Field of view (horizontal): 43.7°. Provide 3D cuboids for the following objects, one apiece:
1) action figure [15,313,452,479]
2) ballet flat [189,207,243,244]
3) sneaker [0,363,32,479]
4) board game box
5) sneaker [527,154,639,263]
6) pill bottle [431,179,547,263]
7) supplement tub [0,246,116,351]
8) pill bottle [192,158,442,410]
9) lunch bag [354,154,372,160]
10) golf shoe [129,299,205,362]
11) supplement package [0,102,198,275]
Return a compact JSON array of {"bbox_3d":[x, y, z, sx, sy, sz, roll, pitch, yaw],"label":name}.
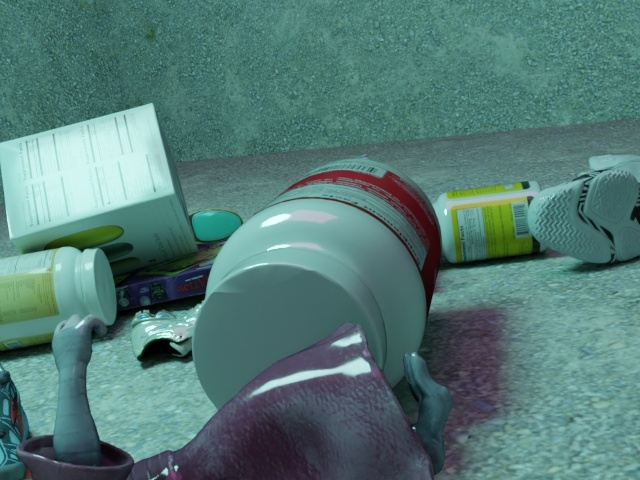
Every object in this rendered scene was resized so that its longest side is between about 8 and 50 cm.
[{"bbox_3d":[-0.093,0.202,0.552,0.370,0.248,0.275,-26,60,-16],"label":"action figure"},{"bbox_3d":[-0.290,-0.023,1.792,0.232,0.080,0.073,-10,-2,-9],"label":"ballet flat"},{"bbox_3d":[-0.352,0.184,0.796,0.104,0.125,0.262,-14,13,-21],"label":"sneaker"},{"bbox_3d":[-0.262,0.060,1.389,0.347,0.056,0.208,-12,16,13],"label":"board game box"},{"bbox_3d":[0.453,-0.056,1.254,0.366,0.137,0.210,-8,11,-18],"label":"sneaker"},{"bbox_3d":[0.253,-0.026,1.289,0.209,0.119,0.119,-7,13,9],"label":"pill bottle"},{"bbox_3d":[-0.431,0.089,1.234,0.200,0.144,0.144,-10,13,-2],"label":"supplement tub"},{"bbox_3d":[0.010,0.050,0.885,0.229,0.228,0.407,-6,13,14],"label":"pill bottle"},{"bbox_3d":[0.000,0.000,1.262,0.262,0.160,0.223,-34,10,16],"label":"lunch bag"},{"bbox_3d":[-0.171,0.130,1.088,0.176,0.069,0.086,-13,33,-1],"label":"golf shoe"},{"bbox_3d":[-0.372,-0.069,1.358,0.263,0.198,0.199,-16,-29,-6],"label":"supplement package"}]
